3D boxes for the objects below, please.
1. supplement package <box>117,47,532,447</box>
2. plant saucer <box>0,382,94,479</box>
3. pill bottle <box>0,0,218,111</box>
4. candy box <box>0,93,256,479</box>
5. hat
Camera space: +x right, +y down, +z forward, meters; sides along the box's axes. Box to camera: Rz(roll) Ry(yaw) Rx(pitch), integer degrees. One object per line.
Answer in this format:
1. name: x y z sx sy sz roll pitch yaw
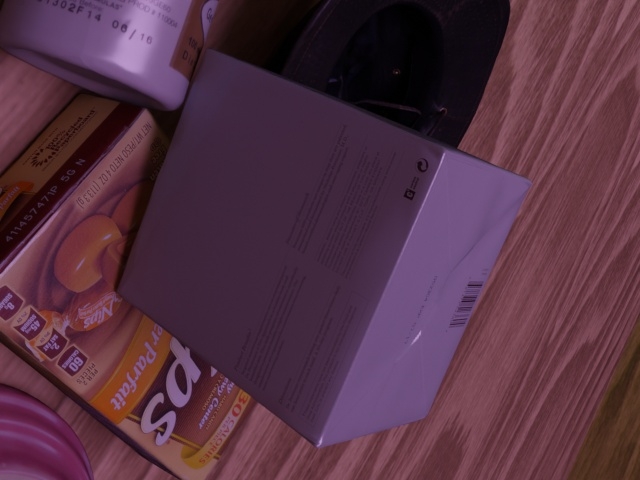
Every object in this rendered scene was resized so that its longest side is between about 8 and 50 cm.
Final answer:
1. supplement package: 0.000 0.000 0.549 0.149 0.203 0.194 7 109 -56
2. plant saucer: -0.293 0.267 0.555 0.332 0.084 0.332 -26 124 -46
3. pill bottle: -0.122 -0.217 0.529 0.131 0.131 0.230 20 88 -54
4. candy box: -0.149 0.057 0.649 0.183 0.087 0.316 -55 141 -22
5. hat: 0.033 -0.154 0.763 0.331 0.134 0.332 -27 137 -28
